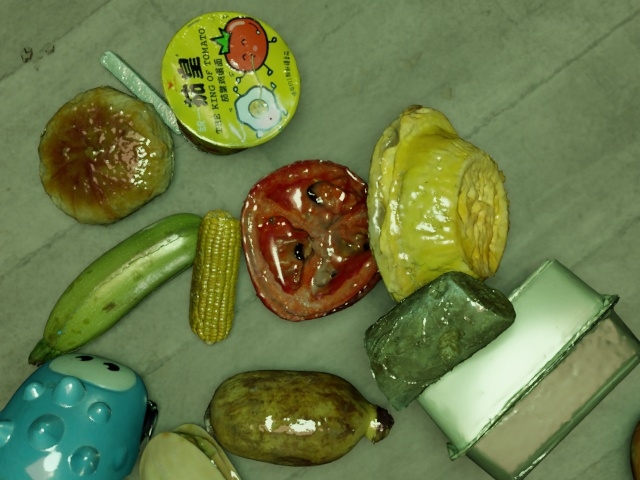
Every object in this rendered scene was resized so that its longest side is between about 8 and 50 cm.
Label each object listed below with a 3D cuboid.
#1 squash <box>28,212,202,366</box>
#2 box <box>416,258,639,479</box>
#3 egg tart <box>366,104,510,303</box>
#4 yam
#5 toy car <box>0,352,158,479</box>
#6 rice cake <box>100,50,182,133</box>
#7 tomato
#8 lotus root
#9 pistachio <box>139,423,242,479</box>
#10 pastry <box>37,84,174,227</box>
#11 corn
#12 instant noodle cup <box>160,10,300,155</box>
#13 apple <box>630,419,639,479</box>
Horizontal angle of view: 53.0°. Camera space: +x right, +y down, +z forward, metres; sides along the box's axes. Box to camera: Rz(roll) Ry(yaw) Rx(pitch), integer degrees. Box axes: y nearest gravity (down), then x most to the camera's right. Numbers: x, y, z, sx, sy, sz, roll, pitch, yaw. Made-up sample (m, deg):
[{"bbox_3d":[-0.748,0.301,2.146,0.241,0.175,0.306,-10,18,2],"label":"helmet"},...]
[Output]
[{"bbox_3d":[-0.305,0.069,0.934,0.341,0.094,0.094,-38,87,1],"label":"squash"},{"bbox_3d":[0.268,0.173,0.848,0.290,0.220,0.166,-46,72,2],"label":"box"},{"bbox_3d":[0.162,-0.037,0.837,0.118,0.288,0.288,-2,88,41],"label":"egg tart"},{"bbox_3d":[0.130,0.108,0.754,0.183,0.107,0.107,-41,87,23],"label":"yam"},{"bbox_3d":[-0.338,0.259,0.854,0.188,0.190,0.255,19,49,3],"label":"toy car"},{"bbox_3d":[-0.261,-0.221,0.967,0.171,0.033,0.029,42,96,2],"label":"rice cake"},{"bbox_3d":[0.001,0.002,0.910,0.227,0.101,0.228,-1,89,24],"label":"tomato"},{"bbox_3d":[-0.028,0.246,0.890,0.260,0.145,0.129,0,95,4],"label":"lotus root"},{"bbox_3d":[-0.175,0.368,0.900,0.144,0.144,0.215,-28,77,1],"label":"pistachio"},{"bbox_3d":[-0.311,-0.122,0.927,0.192,0.093,0.182,-32,92,9],"label":"pastry"},{"bbox_3d":[-0.151,0.055,0.916,0.068,0.068,0.207,9,110,2],"label":"corn"},{"bbox_3d":[-0.131,-0.202,0.895,0.182,0.144,0.182,2,84,-14],"label":"instant noodle cup"},{"bbox_3d":[0.518,0.314,0.850,0.195,0.196,0.196,0,88,2],"label":"apple"}]
